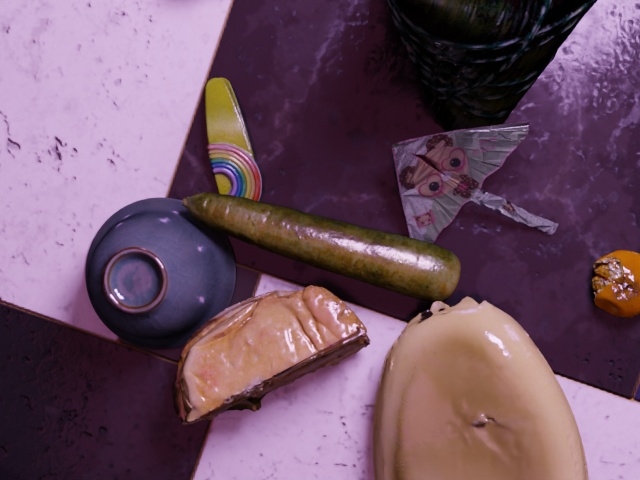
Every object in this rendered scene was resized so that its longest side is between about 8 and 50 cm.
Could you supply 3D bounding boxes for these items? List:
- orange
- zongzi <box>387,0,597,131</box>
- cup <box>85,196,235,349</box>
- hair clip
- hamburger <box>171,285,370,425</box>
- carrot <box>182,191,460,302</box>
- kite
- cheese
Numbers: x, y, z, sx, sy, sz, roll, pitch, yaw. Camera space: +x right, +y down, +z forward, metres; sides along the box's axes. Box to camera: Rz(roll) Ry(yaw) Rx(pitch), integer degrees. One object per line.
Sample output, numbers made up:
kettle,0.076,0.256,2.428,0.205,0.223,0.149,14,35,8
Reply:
orange,0.380,0.054,1.349,0.086,0.062,0.086,0,93,1
zongzi,0.150,-0.271,1.182,0.362,0.383,0.319,-22,87,-32
cup,-0.213,0.045,1.340,0.199,0.150,0.199,0,91,4
hair clip,-0.114,-0.117,1.389,0.060,0.033,0.188,-12,91,4
hamburger,-0.076,0.138,1.357,0.262,0.124,0.131,-26,75,-1
carrot,0.000,0.000,1.356,0.359,0.074,0.074,17,92,0
kite,0.189,-0.060,1.345,0.250,0.012,0.229,27,120,-17
cheese,0.188,0.227,1.333,0.260,0.128,0.315,-7,89,5
